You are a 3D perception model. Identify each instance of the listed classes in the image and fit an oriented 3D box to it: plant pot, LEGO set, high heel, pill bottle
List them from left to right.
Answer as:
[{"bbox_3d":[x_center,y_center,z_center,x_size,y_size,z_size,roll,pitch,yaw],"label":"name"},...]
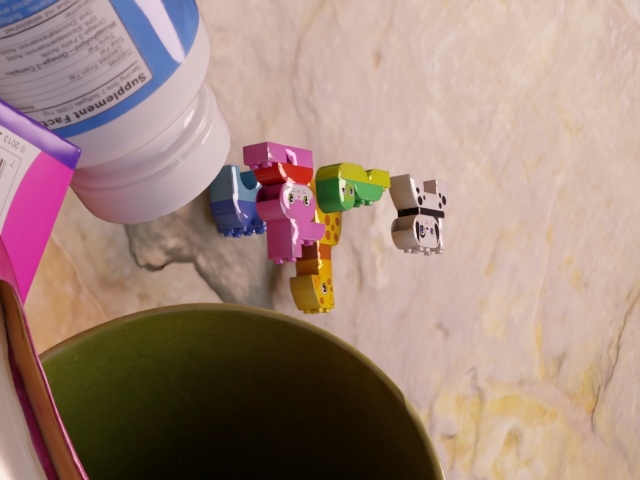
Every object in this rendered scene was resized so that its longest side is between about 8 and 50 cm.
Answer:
[{"bbox_3d":[-0.120,0.077,0.540,0.082,0.117,0.244,-24,119,-52],"label":"high heel"},{"bbox_3d":[-0.129,-0.114,0.671,0.124,0.124,0.221,-59,141,-28],"label":"pill bottle"},{"bbox_3d":[-0.055,0.228,0.781,0.275,0.275,0.293,-59,157,-28],"label":"plant pot"},{"bbox_3d":[0.000,0.000,0.914,0.227,0.087,0.093,6,78,-56],"label":"LEGO set"}]

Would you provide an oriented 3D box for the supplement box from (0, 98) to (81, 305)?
[{"bbox_3d":[-0.213,0.034,0.598,0.111,0.114,0.220,36,68,-54],"label":"supplement box"}]
